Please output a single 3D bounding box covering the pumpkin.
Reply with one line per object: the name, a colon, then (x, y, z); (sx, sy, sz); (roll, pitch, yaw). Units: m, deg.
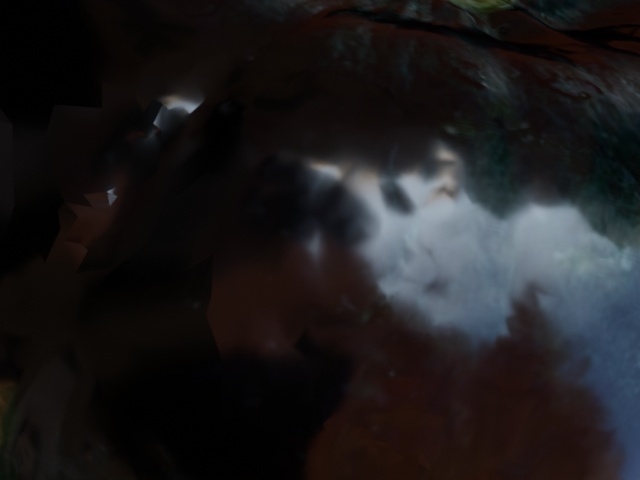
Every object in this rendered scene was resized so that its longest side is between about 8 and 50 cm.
pumpkin: (0.000, 0.000, 0.502); (0.315, 0.315, 0.239); (-41, 153, -49)
